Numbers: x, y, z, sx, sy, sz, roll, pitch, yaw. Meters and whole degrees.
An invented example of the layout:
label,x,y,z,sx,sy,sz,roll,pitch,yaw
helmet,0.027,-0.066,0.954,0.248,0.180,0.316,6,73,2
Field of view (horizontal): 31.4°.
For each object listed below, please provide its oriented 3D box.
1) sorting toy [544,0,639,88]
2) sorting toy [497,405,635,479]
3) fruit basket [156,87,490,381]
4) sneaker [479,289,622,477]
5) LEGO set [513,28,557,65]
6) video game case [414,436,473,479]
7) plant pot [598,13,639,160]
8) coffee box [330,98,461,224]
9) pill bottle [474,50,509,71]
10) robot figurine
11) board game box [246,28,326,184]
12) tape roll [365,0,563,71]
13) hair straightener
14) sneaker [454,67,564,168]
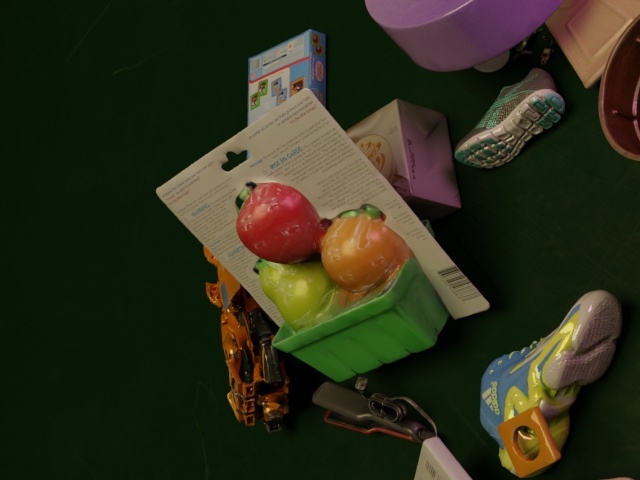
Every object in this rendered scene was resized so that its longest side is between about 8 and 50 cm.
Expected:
label,x,y,z,sx,sy,sz,roll,pitch,yaw
sorting toy,0.343,-0.305,1.332,0.193,0.038,0.208,-48,44,32
sorting toy,0.285,0.343,1.205,0.196,0.047,0.348,-24,78,50
fruit basket,0.000,0.000,1.452,0.327,0.165,0.353,-29,103,44
sneaker,0.244,0.143,1.294,0.126,0.091,0.240,42,114,47
LEGO set,0.258,-0.251,1.424,0.083,0.023,0.054,23,99,50
video game case,0.169,0.377,1.322,0.227,0.026,0.206,49,141,44
plant pot,0.390,-0.136,1.112,0.167,0.165,0.167,-35,47,48
coffee box,0.063,-0.071,1.558,0.246,0.098,0.141,-27,61,44
pill bottle,0.204,-0.268,1.436,0.067,0.067,0.120,-45,32,34
robot figurine,-0.109,0.141,1.677,0.211,0.085,0.291,92,165,-50
board game box,-0.055,-0.204,1.780,0.160,0.039,0.212,-14,70,48
tape roll,0.187,-0.341,1.385,0.274,0.090,0.275,-28,42,28
hair straightener,0.068,0.224,1.489,0.047,0.089,0.230,-46,33,-22
sneaker,0.233,-0.152,1.416,0.166,0.065,0.076,-34,40,37
